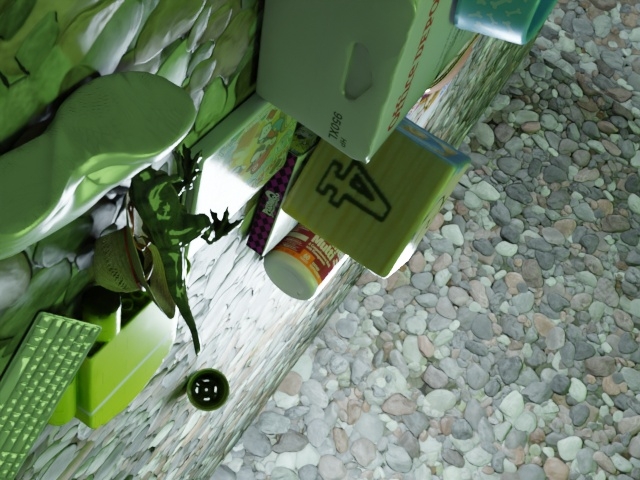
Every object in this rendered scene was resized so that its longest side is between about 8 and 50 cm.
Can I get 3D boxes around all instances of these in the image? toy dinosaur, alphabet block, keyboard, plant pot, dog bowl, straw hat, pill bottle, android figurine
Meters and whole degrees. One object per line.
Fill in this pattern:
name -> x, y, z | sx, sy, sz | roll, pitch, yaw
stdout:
toy dinosaur -> -0.140, -0.024, 0.848 | 0.118, 0.064, 0.268 | -55, 141, -47
alphabet block -> 0.088, -0.086, 1.263 | 0.197, 0.193, 0.192 | -59, 168, 17
keyboard -> -0.320, 0.185, 0.872 | 0.072, 0.014, 0.256 | 20, 107, -47
plant pot -> -0.224, 0.294, 1.644 | 0.083, 0.083, 0.079 | -53, -177, -15
dog bowl -> 0.242, -0.328, 0.835 | 0.297, 0.074, 0.166 | -57, 168, 0
straw hat -> -0.199, 0.021, 0.845 | 0.061, 0.144, 0.144 | -17, 167, -1
pill bottle -> 0.000, 0.000, 1.584 | 0.221, 0.121, 0.121 | -50, 169, -30
android figurine -> -0.242, 0.123, 1.012 | 0.248, 0.056, 0.273 | -49, 166, -38

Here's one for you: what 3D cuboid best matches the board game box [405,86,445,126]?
board game box -> 0.177, -0.283, 1.666 | 0.318, 0.066, 0.318 | -58, 170, 15

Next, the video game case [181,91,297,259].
video game case -> -0.097, -0.104, 1.053 | 0.227, 0.026, 0.206 | -49, 169, -35

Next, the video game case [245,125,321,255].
video game case -> -0.024, -0.110, 1.334 | 0.210, 0.042, 0.232 | -47, 167, -41

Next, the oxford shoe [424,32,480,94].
oxford shoe -> 0.238, -0.412, 1.342 | 0.397, 0.140, 0.146 | -61, 162, 18

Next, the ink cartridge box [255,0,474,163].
ink cartridge box -> 0.112, -0.323, 0.916 | 0.395, 0.166, 0.285 | -51, 168, -27

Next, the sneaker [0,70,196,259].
sneaker -> -0.191, -0.057, 0.657 | 0.212, 0.080, 0.094 | -41, 175, -33
